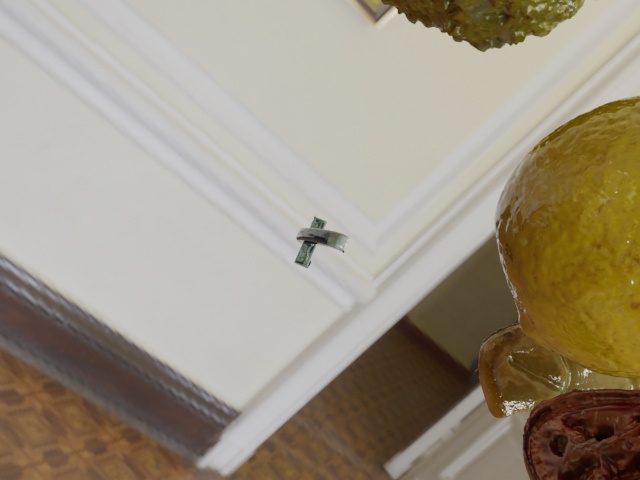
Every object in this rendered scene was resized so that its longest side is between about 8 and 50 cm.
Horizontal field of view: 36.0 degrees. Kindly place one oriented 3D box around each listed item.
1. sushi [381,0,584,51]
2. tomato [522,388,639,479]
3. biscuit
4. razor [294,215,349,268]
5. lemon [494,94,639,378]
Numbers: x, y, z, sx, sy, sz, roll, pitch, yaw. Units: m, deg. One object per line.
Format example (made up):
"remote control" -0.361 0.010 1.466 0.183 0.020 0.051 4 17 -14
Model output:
"sushi" 0.246 -0.469 1.374 0.352 0.396 0.240 10 -24 27
"tomato" 0.380 0.295 1.321 0.228 0.228 0.101 -104 176 -68
"biscuit" 0.387 0.197 1.513 0.299 0.154 0.045 2 -1 -8
"razor" -0.004 -0.002 1.186 0.037 0.068 0.191 24 -4 -10
"lemon" 0.306 -0.004 0.941 0.293 0.293 0.293 45 11 -11
